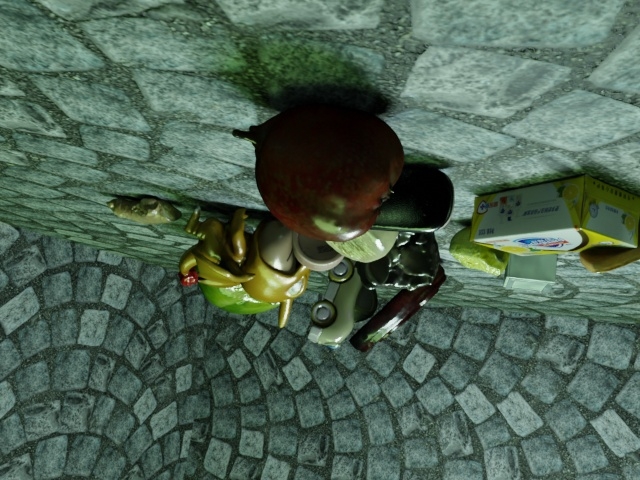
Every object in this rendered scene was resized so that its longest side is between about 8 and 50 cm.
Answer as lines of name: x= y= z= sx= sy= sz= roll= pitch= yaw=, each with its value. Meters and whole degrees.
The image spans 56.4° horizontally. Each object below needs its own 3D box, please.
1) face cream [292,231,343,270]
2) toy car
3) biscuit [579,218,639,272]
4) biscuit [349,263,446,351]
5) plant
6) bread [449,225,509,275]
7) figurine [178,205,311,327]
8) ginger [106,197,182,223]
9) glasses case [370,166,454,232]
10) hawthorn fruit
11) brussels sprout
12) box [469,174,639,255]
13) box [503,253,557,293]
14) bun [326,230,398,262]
face cream: x=0.000 y=0.000 z=1.555 sx=0.149 sy=0.149 sz=0.104 roll=9 pitch=169 yaw=-1
toy car: x=0.101 y=0.211 z=2.024 sx=0.226 sy=0.336 sz=0.242 roll=20 pitch=170 yaw=4
biscuit: x=0.577 y=0.008 z=1.141 sx=0.142 sy=0.029 sz=0.221 roll=-16 pitch=-169 yaw=44
biscuit: x=0.266 y=0.231 z=2.013 sx=0.091 sy=0.407 sz=0.407 roll=46 pitch=173 yaw=8
plant: x=0.192 y=0.027 z=1.469 sx=0.188 sy=0.199 sz=0.276 roll=-3 pitch=169 yaw=25
bread: x=0.390 y=0.017 z=1.442 sx=0.114 sy=0.111 sz=0.129 roll=4 pitch=151 yaw=47
figurine: x=-0.221 y=0.057 z=1.740 sx=0.387 sy=0.268 sz=0.401 roll=24 pitch=156 yaw=-10
ginger: x=-0.513 y=-0.083 z=1.744 sx=0.213 sy=0.074 sz=0.137 roll=-1 pitch=157 yaw=26
glasses case: x=0.094 y=-0.079 z=1.127 sx=0.314 sy=0.122 sz=0.075 roll=3 pitch=175 yaw=24
hawthorn fruit: x=-0.010 y=-0.112 z=0.871 sx=0.248 sy=0.208 sz=0.208 roll=29 pitch=168 yaw=-2
brussels sprout: x=-0.252 y=0.110 z=2.067 sx=0.371 sy=0.276 sz=0.315 roll=4 pitch=158 yaw=-13
box: x=0.437 y=-0.038 z=1.137 sx=0.168 sy=0.097 sz=0.265 roll=14 pitch=168 yaw=-31
box: x=0.612 y=0.096 z=1.754 sx=0.129 sy=0.086 sz=0.225 roll=6 pitch=170 yaw=16
bun: x=0.077 y=-0.051 z=1.287 sx=0.193 sy=0.128 sz=0.178 roll=38 pitch=152 yaw=-18
